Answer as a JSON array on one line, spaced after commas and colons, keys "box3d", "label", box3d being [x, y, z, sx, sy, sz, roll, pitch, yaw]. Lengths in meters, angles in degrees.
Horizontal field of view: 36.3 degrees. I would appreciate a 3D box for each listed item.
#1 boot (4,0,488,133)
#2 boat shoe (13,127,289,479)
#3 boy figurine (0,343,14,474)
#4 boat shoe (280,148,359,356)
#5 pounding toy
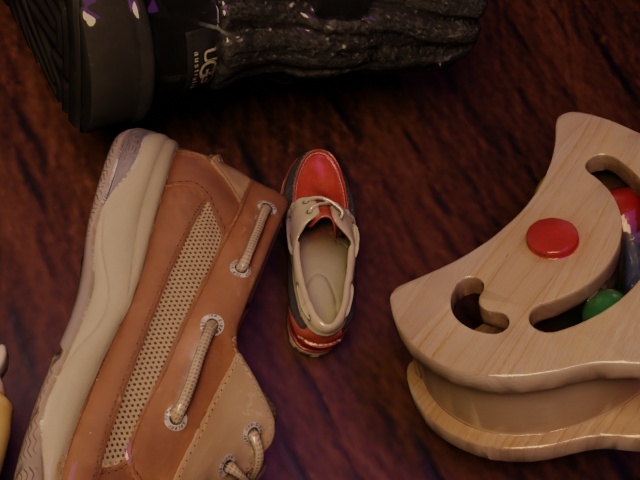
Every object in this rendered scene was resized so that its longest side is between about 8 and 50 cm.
[{"box3d": [-0.079, -0.217, 0.624, 0.260, 0.131, 0.348, -18, 63, -25], "label": "boot"}, {"box3d": [-0.077, 0.090, 0.478, 0.116, 0.123, 0.325, 13, 63, -8], "label": "boat shoe"}, {"box3d": [-0.217, 0.110, 0.447, 0.177, 0.092, 0.285, -26, 73, -11], "label": "boy figurine"}, {"box3d": [0.000, 0.000, 0.582, 0.049, 0.043, 0.137, 5, 61, -8], "label": "boat shoe"}, {"box3d": [0.135, 0.066, 0.565, 0.154, 0.155, 0.270, 8, 48, 24], "label": "pounding toy"}]
